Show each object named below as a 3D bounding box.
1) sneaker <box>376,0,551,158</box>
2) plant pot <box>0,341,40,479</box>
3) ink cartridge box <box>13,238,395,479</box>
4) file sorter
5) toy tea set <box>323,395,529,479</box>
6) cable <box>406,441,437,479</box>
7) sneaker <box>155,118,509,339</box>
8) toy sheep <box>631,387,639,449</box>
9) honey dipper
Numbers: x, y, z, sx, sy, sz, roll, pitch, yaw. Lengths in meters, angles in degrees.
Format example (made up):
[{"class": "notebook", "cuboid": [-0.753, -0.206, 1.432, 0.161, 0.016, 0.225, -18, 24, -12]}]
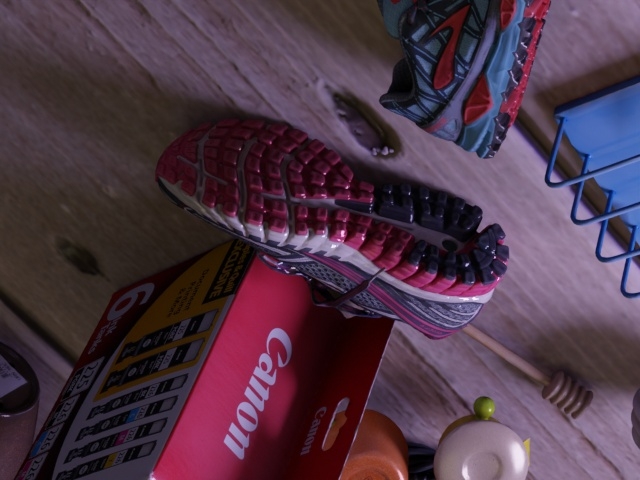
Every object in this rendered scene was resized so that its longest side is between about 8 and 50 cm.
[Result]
[{"class": "sneaker", "cuboid": [0.100, -0.171, 1.191, 0.125, 0.104, 0.262, 18, 134, 7]}, {"class": "plant pot", "cuboid": [-0.380, 0.210, 1.664, 0.215, 0.215, 0.230, 31, 118, -8]}, {"class": "ink cartridge box", "cuboid": [-0.100, 0.145, 1.404, 0.272, 0.309, 0.130, -23, 119, 34]}, {"class": "file sorter", "cuboid": [0.263, -0.028, 1.255, 0.118, 0.104, 0.170, -20, 120, 33]}, {"class": "toy tea set", "cuboid": [0.086, 0.297, 1.554, 0.200, 0.124, 0.336, 0, 106, -5]}, {"class": "cable", "cuboid": [0.097, 0.259, 1.614, 0.184, 0.047, 0.150, 18, 134, 6]}, {"class": "sneaker", "cuboid": [0.000, 0.000, 1.369, 0.299, 0.121, 0.112, 24, 136, -2]}, {"class": "toy sheep", "cuboid": [0.310, 0.144, 1.408, 0.091, 0.091, 0.132, 14, 120, 9]}, {"class": "honey dipper", "cuboid": [0.170, 0.102, 1.462, 0.161, 0.030, 0.030, 35, 133, -6]}]
